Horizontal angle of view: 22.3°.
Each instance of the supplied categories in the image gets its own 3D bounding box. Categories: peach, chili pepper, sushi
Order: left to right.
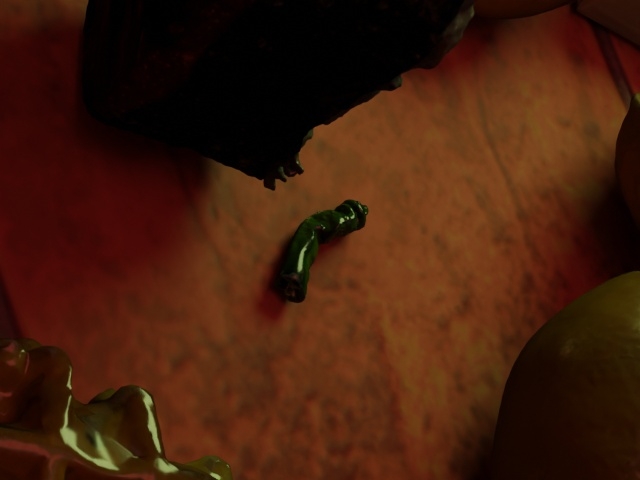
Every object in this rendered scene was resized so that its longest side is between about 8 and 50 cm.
[{"bbox_3d":[-0.020,-0.128,0.783,0.126,0.225,0.136,14,56,-28],"label":"sushi"},{"bbox_3d":[0.000,0.000,0.875,0.027,0.022,0.083,27,49,18],"label":"chili pepper"},{"bbox_3d":[0.206,0.140,0.879,0.251,0.153,0.251,14,60,-25],"label":"peach"}]

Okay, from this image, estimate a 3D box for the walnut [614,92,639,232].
[{"bbox_3d":[0.252,-0.008,0.982,0.167,0.087,0.211,24,12,-42],"label":"walnut"}]

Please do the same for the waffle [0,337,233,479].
[{"bbox_3d":[-0.122,0.201,0.664,0.325,0.068,0.302,-35,91,-39],"label":"waffle"}]

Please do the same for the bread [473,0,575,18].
[{"bbox_3d":[0.137,-0.198,1.016,0.189,0.077,0.114,-39,78,-23],"label":"bread"}]

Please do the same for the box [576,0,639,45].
[{"bbox_3d":[0.335,-0.183,1.170,0.343,0.065,0.200,23,57,-26],"label":"box"}]
